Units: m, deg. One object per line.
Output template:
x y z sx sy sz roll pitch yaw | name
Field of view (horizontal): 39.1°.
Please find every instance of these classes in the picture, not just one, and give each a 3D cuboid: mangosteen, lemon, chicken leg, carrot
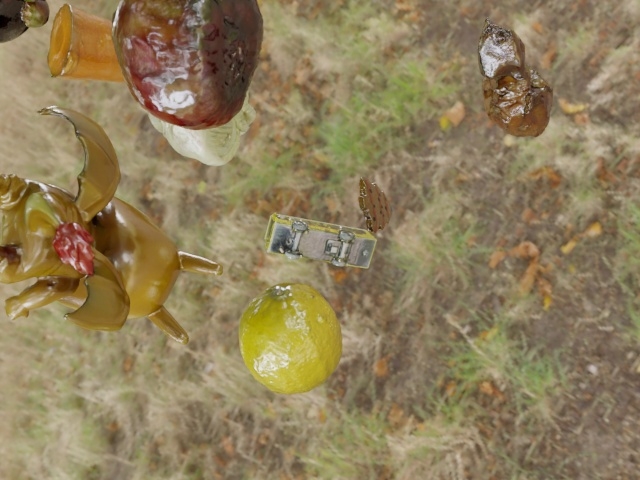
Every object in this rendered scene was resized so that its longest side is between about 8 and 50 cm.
-0.559 -0.451 1.590 0.230 0.194 0.194 -12 43 9 | mangosteen
-0.057 0.181 1.673 0.192 0.231 0.192 -12 32 8 | lemon
0.241 -0.210 1.159 0.093 0.304 0.113 -27 73 15 | chicken leg
-0.462 -0.400 1.938 0.159 0.225 0.159 -16 69 49 | carrot

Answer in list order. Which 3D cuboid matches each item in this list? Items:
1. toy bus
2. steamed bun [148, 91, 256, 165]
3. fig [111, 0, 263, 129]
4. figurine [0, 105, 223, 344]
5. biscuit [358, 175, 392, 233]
0.000 0.000 1.873 0.074 0.226 0.081 -120 41 -63 | toy bus
-0.317 -0.324 2.235 0.207 0.280 0.268 2 40 29 | steamed bun
-0.187 -0.279 1.267 0.224 0.224 0.263 -51 35 15 | fig
-0.385 0.031 1.498 0.268 0.387 0.401 -36 55 19 | figurine
0.113 -0.070 1.810 0.019 0.130 0.119 -14 80 28 | biscuit
